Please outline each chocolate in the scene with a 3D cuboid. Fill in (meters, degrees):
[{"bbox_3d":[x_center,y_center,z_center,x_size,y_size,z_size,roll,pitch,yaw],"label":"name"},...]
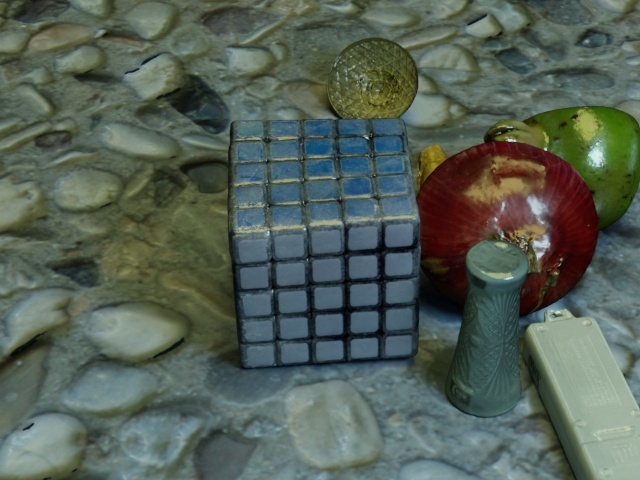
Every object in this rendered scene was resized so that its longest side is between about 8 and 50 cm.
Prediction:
[{"bbox_3d":[0.178,-0.060,2.119,0.085,0.086,0.219,-3,37,-5],"label":"chocolate"}]

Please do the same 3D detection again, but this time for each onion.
[{"bbox_3d":[0.242,-0.016,1.942,0.248,0.161,0.248,2,78,-9],"label":"onion"}]

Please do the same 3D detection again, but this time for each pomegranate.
[{"bbox_3d":[0.342,-0.095,2.058,0.190,0.241,0.159,-7,71,29],"label":"pomegranate"}]

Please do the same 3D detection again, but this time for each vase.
[{"bbox_3d":[0.204,0.103,1.809,0.096,0.219,0.096,0,40,0],"label":"vase"}]

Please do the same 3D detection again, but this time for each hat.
[{"bbox_3d":[0.087,-0.238,2.338,0.146,0.067,0.146,-3,80,14],"label":"hat"}]

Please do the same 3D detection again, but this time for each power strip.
[{"bbox_3d":[0.333,0.213,1.808,0.098,0.058,0.338,-6,40,-10],"label":"power strip"}]

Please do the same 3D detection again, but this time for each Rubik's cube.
[{"bbox_3d":[0.000,0.000,1.910,0.237,0.238,0.237,-2,39,-2],"label":"Rubik's cube"}]
